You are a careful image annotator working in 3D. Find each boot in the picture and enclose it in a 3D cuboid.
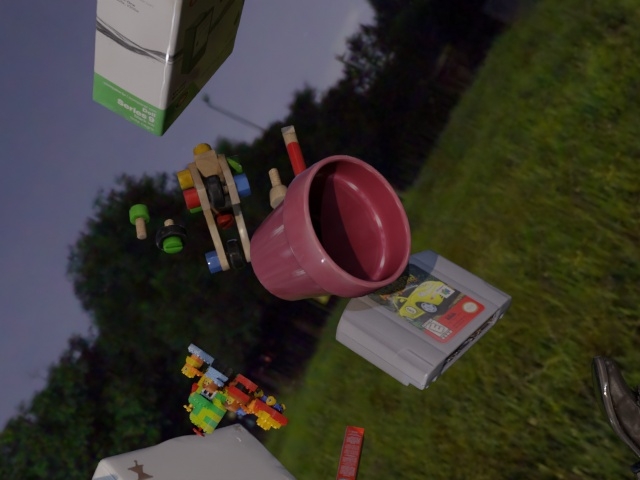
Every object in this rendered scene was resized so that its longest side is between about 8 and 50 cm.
[{"bbox_3d":[0.529,0.243,1.296,0.229,0.263,0.091,-27,1,8],"label":"boot"}]

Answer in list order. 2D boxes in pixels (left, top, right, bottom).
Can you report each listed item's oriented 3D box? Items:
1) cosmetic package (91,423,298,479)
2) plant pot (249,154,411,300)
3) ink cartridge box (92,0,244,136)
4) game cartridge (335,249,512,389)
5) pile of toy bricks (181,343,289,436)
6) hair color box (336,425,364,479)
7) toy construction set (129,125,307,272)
[{"bbox_3d":[-0.219,0.579,1.533,0.329,0.327,0.394,-3,-55,-51],"label":"cosmetic package"},{"bbox_3d":[0.000,0.000,1.329,0.180,0.201,0.201,-27,23,44],"label":"plant pot"},{"bbox_3d":[-0.195,-0.312,1.225,0.211,0.121,0.289,-57,-3,-31],"label":"ink cartridge box"},{"bbox_3d":[0.166,0.117,1.508,0.294,0.196,0.060,-32,-39,-46],"label":"game cartridge"},{"bbox_3d":[-0.154,0.238,1.346,0.118,0.212,0.105,43,-104,-39],"label":"pile of toy bricks"},{"bbox_3d":[0.067,0.499,2.073,0.072,0.043,0.141,84,-163,-59],"label":"hair color box"},{"bbox_3d":[-0.165,-0.117,1.702,0.309,0.237,0.257,-29,-37,17],"label":"toy construction set"}]
